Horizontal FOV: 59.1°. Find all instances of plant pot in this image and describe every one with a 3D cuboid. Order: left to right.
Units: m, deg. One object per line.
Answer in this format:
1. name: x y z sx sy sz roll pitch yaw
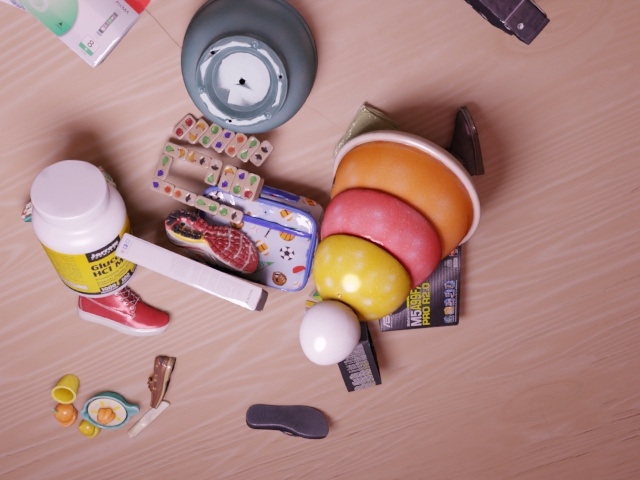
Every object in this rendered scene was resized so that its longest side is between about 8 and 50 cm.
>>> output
1. plant pot: -0.150 -0.340 1.142 0.292 0.196 0.293 -1 120 -1

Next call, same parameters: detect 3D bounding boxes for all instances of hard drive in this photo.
1. hard drive: 0.250 -0.506 1.035 0.338 0.237 0.064 32 113 -17

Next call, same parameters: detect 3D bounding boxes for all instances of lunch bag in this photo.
1. lunch bag: -0.148 -0.023 1.336 0.303 0.115 0.243 16 122 8

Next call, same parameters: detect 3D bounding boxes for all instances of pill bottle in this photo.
1. pill bottle: -0.515 -0.021 1.242 0.187 0.188 0.334 7 150 -6

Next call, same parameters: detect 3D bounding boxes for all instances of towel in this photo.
1. towel: 0.105 -0.231 1.306 0.110 0.027 0.148 26 115 -16

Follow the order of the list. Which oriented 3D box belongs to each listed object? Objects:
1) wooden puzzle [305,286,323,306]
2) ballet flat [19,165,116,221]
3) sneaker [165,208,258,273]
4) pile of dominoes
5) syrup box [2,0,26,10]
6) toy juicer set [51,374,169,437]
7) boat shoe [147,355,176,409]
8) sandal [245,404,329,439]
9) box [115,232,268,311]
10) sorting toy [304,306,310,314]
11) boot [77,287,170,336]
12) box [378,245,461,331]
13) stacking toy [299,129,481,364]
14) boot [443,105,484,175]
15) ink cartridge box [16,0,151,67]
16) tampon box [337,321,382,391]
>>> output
1. wooden puzzle: 0.013 0.145 1.524 0.078 0.014 0.116 24 116 -15
2. ballet flat: -0.599 -0.112 1.337 0.240 0.091 0.077 -17 88 3
3. sneaker: -0.245 0.011 1.282 0.225 0.088 0.093 28 144 -1
4. pile of dominoes: -0.246 -0.164 1.251 0.251 0.040 0.196 21 93 9
5. syrup box: -0.532 -0.490 1.102 0.236 0.096 0.093 19 115 -12
6. toy juicer set: -0.641 0.533 1.684 0.328 0.090 0.209 19 117 -12
7. boat shoe: -0.469 0.408 1.636 0.060 0.064 0.178 18 111 -6
8. sandal: -0.099 0.549 1.713 0.254 0.097 0.055 10 131 4
9. box: -0.280 0.081 1.297 0.321 0.232 0.059 23 82 1
10. sorting toy: -0.026 0.238 1.540 0.044 0.075 0.083 4 120 -4
11. boot: -0.504 0.146 1.473 0.244 0.088 0.176 16 116 -6
12. box: 0.255 0.111 1.484 0.216 0.060 0.270 -5 119 1
13. stacking toy: 0.096 0.039 1.158 0.350 0.480 0.351 23 147 16
14. boot: 0.264 -0.196 1.313 0.208 0.076 0.190 -13 117 13
15. ink cartridge box: -0.419 -0.465 1.040 0.224 0.056 0.181 -41 113 18
16. tampon box: 0.097 0.311 1.559 0.101 0.120 0.161 -15 119 6
